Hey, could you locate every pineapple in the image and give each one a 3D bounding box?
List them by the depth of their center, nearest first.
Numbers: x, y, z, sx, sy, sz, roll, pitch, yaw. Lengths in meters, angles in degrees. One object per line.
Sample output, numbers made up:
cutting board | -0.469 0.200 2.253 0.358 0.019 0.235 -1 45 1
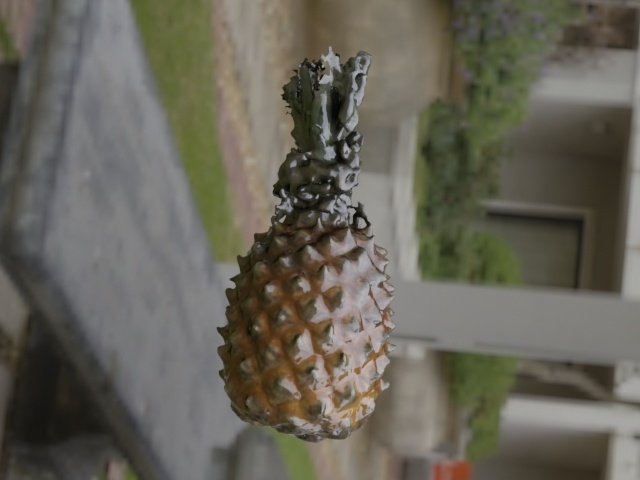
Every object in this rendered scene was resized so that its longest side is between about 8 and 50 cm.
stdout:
pineapple | 0.000 0.000 1.656 0.175 0.175 0.361 17 82 -83

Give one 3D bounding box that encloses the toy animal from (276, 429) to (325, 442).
toy animal | -0.018 0.211 2.334 0.137 0.098 0.098 -81 174 -66
